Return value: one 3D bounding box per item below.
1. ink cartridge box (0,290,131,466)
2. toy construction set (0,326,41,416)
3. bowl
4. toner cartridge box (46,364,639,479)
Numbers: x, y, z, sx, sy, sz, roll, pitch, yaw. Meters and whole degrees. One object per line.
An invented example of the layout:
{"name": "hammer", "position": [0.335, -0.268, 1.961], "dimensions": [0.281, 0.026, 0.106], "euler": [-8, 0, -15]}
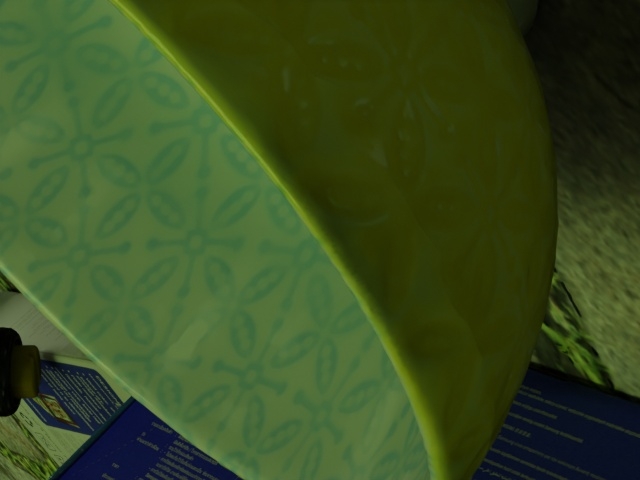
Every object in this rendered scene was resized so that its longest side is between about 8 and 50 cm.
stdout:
{"name": "ink cartridge box", "position": [-0.127, 0.122, 1.268], "dimensions": [0.175, 0.069, 0.371], "euler": [53, 161, -18]}
{"name": "toy construction set", "position": [-0.312, 0.027, 1.196], "dimensions": [0.237, 0.258, 0.309], "euler": [79, 165, -45]}
{"name": "bowl", "position": [-0.022, -0.060, 0.593], "dimensions": [0.289, 0.156, 0.289], "euler": [39, 159, 18]}
{"name": "toner cartridge box", "position": [0.032, 0.126, 0.831], "dimensions": [0.348, 0.165, 0.075], "euler": [18, 146, 52]}
